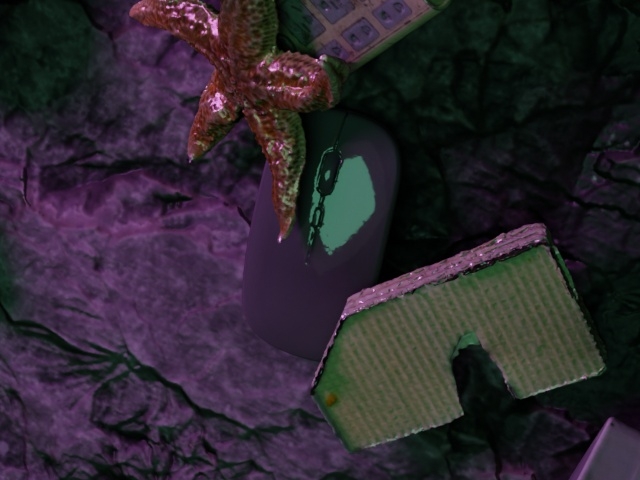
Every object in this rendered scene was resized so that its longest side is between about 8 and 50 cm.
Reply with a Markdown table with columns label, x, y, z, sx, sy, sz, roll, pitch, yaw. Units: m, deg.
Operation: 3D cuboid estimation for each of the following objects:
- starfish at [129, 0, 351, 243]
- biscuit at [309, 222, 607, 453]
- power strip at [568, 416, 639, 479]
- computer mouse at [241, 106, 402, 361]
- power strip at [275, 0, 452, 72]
| label | x | y | z | sx | sy | sz | roll | pitch | yaw |
| --- | --- | --- | --- | --- | --- | --- | --- | --- | --- |
| starfish | -0.066 | -0.132 | 1.103 | 0.236 | 0.062 | 0.277 | 18 | 136 | 37 |
| biscuit | 0.105 | 0.088 | 1.161 | 0.250 | 0.046 | 0.147 | -23 | 118 | 18 |
| power strip | 0.180 | 0.285 | 1.144 | 0.141 | 0.229 | 0.261 | 28 | 149 | 12 |
| computer mouse | 0.000 | 0.001 | 1.184 | 0.120 | 0.057 | 0.232 | 18 | 113 | 11 |
| power strip | 0.004 | -0.171 | 1.069 | 0.092 | 0.034 | 0.268 | 46 | 151 | -11 |
